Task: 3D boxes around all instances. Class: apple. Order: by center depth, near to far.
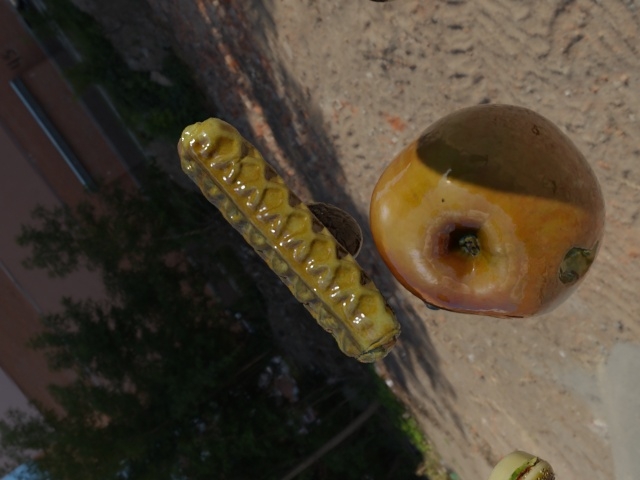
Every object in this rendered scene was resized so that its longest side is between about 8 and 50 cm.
[{"bbox_3d":[0.177,-0.022,0.779,0.242,0.242,0.241,55,-148,2],"label":"apple"}]

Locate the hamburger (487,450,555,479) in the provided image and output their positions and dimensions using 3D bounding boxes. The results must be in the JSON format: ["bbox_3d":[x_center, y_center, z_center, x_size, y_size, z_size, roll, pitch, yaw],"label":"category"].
[{"bbox_3d":[0.328,0.406,1.189,0.081,0.126,0.141,24,152,49],"label":"hamburger"}]

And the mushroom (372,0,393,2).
[{"bbox_3d":[0.056,-0.238,0.506,0.094,0.072,0.210,64,158,9],"label":"mushroom"}]

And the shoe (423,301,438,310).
[{"bbox_3d":[0.252,0.001,1.113,0.149,0.293,0.109,66,174,-14],"label":"shoe"}]

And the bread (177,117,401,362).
[{"bbox_3d":[-0.040,-0.004,0.881,0.367,0.077,0.084,49,143,7],"label":"bread"}]

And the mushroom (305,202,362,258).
[{"bbox_3d":[0.001,-0.008,1.068,0.126,0.085,0.109,17,-162,20],"label":"mushroom"}]
